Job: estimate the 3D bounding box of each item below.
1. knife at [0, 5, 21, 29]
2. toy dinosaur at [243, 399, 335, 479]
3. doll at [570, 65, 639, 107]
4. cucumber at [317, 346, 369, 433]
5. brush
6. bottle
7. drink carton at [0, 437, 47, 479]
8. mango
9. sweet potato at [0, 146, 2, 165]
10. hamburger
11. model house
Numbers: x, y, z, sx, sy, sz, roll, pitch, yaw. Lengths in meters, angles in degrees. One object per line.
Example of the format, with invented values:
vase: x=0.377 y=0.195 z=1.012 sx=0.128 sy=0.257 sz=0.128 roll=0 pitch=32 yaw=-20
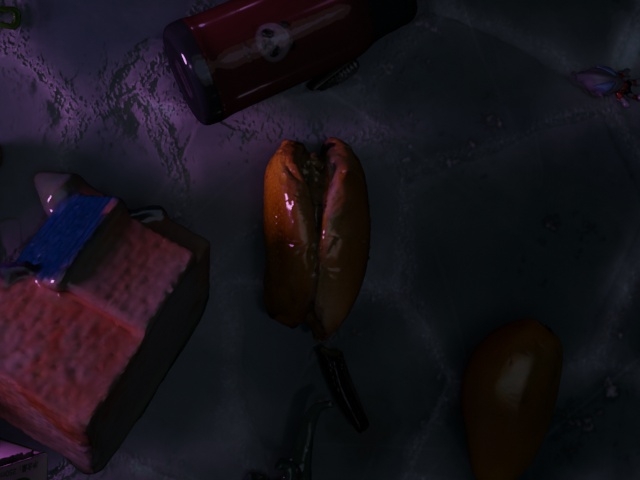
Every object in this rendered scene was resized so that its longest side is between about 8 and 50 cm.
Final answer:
knife: x=-0.474 y=-0.291 z=1.643 sx=0.166 sy=0.022 sz=0.078 roll=3 pitch=98 yaw=-12
toy dinosaur: x=-0.066 y=0.353 z=1.754 sx=0.120 sy=0.079 sz=0.292 roll=8 pitch=95 yaw=-18
doll: x=0.415 y=-0.228 z=1.835 sx=0.114 sy=0.039 sz=0.057 roll=11 pitch=97 yaw=-16
cucumber: x=0.031 y=0.210 z=1.787 sx=0.034 sy=0.033 sz=0.135 roll=-14 pitch=99 yaw=27
brush: x=0.063 y=-0.262 z=1.758 sx=0.190 sy=0.034 sz=0.027 roll=-40 pitch=111 yaw=-7
bottle: x=-0.030 y=-0.277 z=1.681 sx=0.336 sy=0.144 sz=0.144 roll=-24 pitch=99 yaw=-11
drink carton: x=-0.434 y=0.388 z=1.605 sx=0.161 sy=0.108 sz=0.271 roll=-9 pitch=107 yaw=-49
mango: x=0.263 y=0.231 z=1.801 sx=0.138 sy=0.113 sz=0.253 roll=10 pitch=99 yaw=-17
sweet potato: x=-0.595 y=-0.066 z=1.594 sx=0.385 sy=0.109 sz=0.109 roll=-7 pitch=96 yaw=-17
hamburger: x=0.000 y=0.000 z=1.701 sx=0.144 sy=0.156 sz=0.283 roll=0 pitch=92 yaw=-13
model house: x=-0.328 y=0.084 z=1.612 sx=0.280 sy=0.245 sz=0.312 roll=28 pitch=65 yaw=9
